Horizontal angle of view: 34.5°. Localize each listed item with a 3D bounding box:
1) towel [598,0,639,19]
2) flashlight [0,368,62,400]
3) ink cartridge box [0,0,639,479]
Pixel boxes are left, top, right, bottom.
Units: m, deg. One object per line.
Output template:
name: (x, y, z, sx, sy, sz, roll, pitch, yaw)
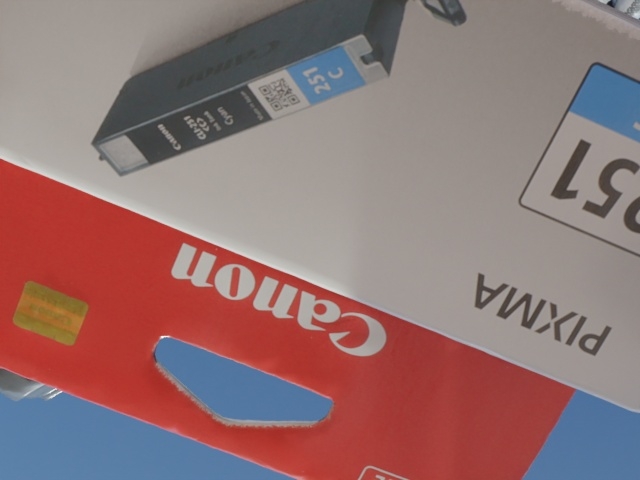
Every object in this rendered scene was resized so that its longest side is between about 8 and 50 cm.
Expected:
towel: (0.144, -0.240, 0.520, 0.121, 0.284, 0.235, 23, -129, -2)
flashlight: (-0.244, 0.092, 0.607, 0.304, 0.103, 0.103, -24, -98, 26)
ink cartridge box: (0.000, 0.000, 0.420, 0.296, 0.066, 0.261, 22, -70, -8)
